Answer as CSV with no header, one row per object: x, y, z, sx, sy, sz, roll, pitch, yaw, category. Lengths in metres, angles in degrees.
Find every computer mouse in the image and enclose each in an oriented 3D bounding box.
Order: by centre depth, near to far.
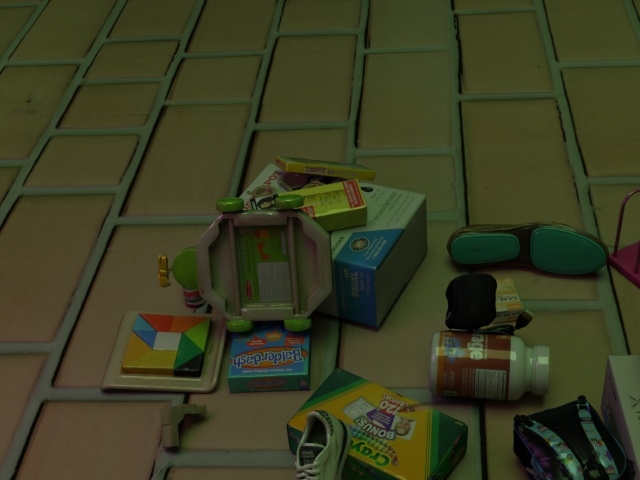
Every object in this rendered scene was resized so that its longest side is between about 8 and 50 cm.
0.320,0.147,1.829,0.184,0.262,0.060,-2,58,-3,computer mouse

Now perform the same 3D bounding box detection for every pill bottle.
0.315,0.235,1.801,0.216,0.121,0.121,2,39,10,pill bottle

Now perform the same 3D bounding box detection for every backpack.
0.422,0.367,1.622,0.158,0.117,0.173,-15,38,-12,backpack

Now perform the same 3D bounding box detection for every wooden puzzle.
-0.313,0.217,1.963,0.238,0.044,0.221,-2,38,5,wooden puzzle

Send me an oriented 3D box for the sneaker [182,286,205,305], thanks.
-0.273,0.068,2.123,0.057,0.075,0.161,-3,38,3,sneaker

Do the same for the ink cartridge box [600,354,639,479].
0.531,0.294,1.585,0.066,0.261,0.296,-2,38,4,ink cartridge box

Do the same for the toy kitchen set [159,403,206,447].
-0.264,0.348,1.808,0.083,0.075,0.068,6,-18,-42,toy kitchen set

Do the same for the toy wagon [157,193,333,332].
-0.149,0.046,1.912,0.344,0.267,0.068,-2,13,7,toy wagon

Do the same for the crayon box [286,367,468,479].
0.099,0.351,1.711,0.278,0.081,0.165,20,45,29,crayon box

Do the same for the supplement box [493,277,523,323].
0.378,0.124,2.003,0.062,0.036,0.098,-8,38,-2,supplement box

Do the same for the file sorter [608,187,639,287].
0.770,0.017,1.975,0.202,0.182,0.291,-20,40,-19,file sorter

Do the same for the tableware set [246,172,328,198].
-0.066,-0.103,2.091,0.168,0.020,0.141,-34,45,-31,tableware set

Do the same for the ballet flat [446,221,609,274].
0.450,0.007,2.108,0.342,0.116,0.124,-1,19,12,ballet flat

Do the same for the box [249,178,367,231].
-0.025,-0.059,1.985,0.232,0.058,0.087,-10,51,-6,box

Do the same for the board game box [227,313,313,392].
-0.098,0.212,1.941,0.160,0.047,0.210,-3,39,3,board game box

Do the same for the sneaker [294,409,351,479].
-0.012,0.398,1.592,0.090,0.095,0.235,-3,67,21,sneaker

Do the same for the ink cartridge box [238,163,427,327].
0.000,0.000,2.103,0.394,0.166,0.285,13,40,23,ink cartridge box

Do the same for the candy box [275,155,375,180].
0.010,-0.161,2.152,0.205,0.027,0.105,5,13,-18,candy box
